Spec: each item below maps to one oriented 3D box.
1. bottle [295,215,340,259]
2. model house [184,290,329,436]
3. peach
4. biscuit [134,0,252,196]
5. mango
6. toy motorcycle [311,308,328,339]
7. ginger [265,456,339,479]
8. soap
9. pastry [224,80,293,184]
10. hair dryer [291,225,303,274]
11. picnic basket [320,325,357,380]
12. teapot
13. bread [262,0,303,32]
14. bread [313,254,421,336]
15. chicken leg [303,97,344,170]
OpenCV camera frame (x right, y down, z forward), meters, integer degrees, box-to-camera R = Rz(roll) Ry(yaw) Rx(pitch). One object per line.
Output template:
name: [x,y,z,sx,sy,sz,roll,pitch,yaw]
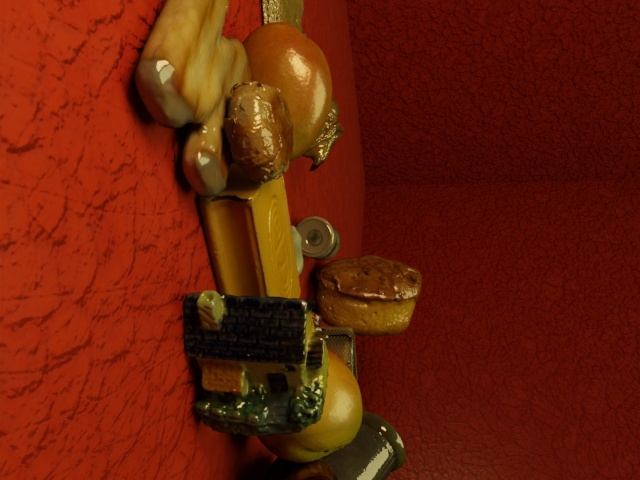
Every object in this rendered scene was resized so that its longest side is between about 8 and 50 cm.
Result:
bottle: [0.000,0.000,1.476,0.253,0.121,0.120,23,67,-80]
model house: [-0.093,0.162,0.727,0.170,0.194,0.211,-76,164,-47]
peach: [-0.036,0.301,0.942,0.231,0.231,0.230,0,90,-80]
biscuit: [-0.166,-0.234,0.700,0.236,0.062,0.290,76,18,-57]
mango: [-0.065,-0.271,0.917,0.139,0.176,0.254,-33,116,-77]
toy motorcycle: [-0.043,0.307,1.196,0.207,0.134,0.400,-64,151,-56]
ginger: [-0.060,0.528,0.961,0.176,0.254,0.418,55,-8,9]
soap: [-0.114,0.018,0.889,0.204,0.096,0.324,-74,161,-57]
pastry: [-0.088,-0.162,0.738,0.153,0.081,0.153,0,90,-82]
hair dryer: [-0.093,-0.042,1.164,0.206,0.076,0.237,-86,164,-63]
picnic basket: [0.021,0.385,1.446,0.139,0.166,0.266,-78,165,-53]
teapot: [0.046,0.653,1.361,0.337,0.271,0.200,-31,103,-46]
bread: [-0.089,-0.569,1.155,0.207,0.056,0.286,-36,125,-74]
bread: [0.156,0.174,1.682,0.398,0.399,0.215,-53,147,-74]
chicken leg: [-0.052,-0.255,1.173,0.211,0.140,0.361,61,33,-25]
